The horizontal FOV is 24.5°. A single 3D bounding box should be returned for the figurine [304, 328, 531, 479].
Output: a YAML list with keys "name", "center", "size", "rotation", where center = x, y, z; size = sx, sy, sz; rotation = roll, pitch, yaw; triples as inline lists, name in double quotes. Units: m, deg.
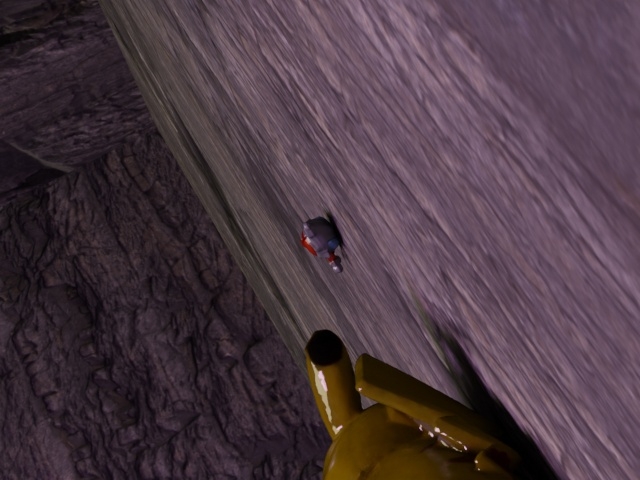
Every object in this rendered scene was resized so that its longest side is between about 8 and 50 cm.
- name: "figurine"
  center: [0.084, 0.210, 1.215]
  size: [0.218, 0.169, 0.327]
  rotation: [40, 177, -25]

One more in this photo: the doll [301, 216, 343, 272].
- name: "doll"
  center: [0.001, 0.000, 1.594]
  size: [0.114, 0.039, 0.057]
  rotation: [56, -149, -71]
